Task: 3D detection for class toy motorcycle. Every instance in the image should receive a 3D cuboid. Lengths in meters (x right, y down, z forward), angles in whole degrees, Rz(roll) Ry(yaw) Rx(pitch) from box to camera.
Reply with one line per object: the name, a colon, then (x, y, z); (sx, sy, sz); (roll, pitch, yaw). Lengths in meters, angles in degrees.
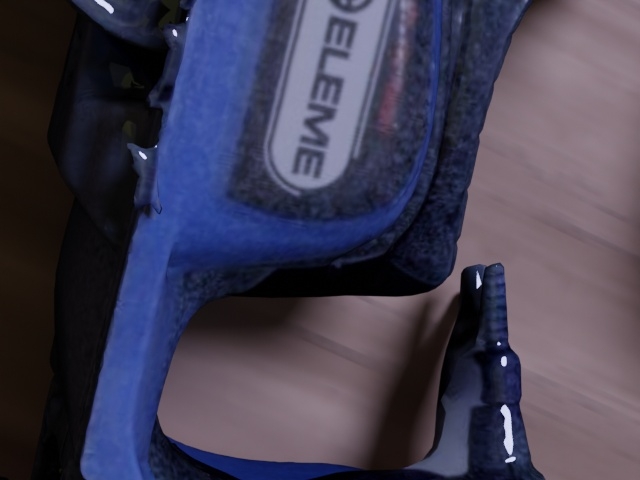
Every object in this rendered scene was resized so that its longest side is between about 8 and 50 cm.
toy motorcycle: (0.000, 0.000, 0.533); (0.212, 0.125, 0.359); (13, 99, -13)
